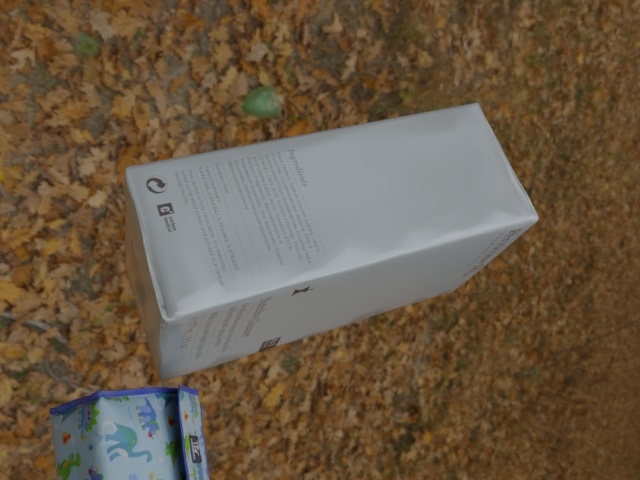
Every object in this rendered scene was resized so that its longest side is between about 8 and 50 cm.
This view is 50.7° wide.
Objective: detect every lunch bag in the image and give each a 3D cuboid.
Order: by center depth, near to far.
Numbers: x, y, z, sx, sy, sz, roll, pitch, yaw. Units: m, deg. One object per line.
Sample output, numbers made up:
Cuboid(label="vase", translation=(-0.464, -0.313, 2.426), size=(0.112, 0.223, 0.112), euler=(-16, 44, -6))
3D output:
Cuboid(label="lunch bag", translation=(-0.166, 0.209, 0.646), size=(0.151, 0.096, 0.129), euler=(15, 59, -54))

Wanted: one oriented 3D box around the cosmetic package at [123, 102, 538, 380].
Cuboid(label="cosmetic package", translation=(0.000, 0.000, 0.716), size=(0.385, 0.156, 0.217), euler=(-13, 159, -20))
